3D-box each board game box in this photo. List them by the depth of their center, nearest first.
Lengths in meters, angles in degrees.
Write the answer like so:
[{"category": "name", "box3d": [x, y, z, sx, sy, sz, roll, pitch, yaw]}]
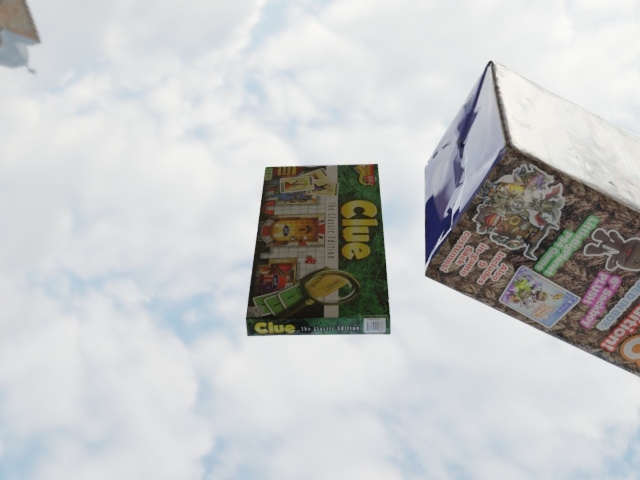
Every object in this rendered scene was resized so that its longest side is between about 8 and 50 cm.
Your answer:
[{"category": "board game box", "box3d": [0.260, -0.018, 0.762, 0.141, 0.290, 0.232, -61, -172, 30]}, {"category": "board game box", "box3d": [0.000, 0.000, 0.819, 0.136, 0.030, 0.260, 0, -142, 0]}]
